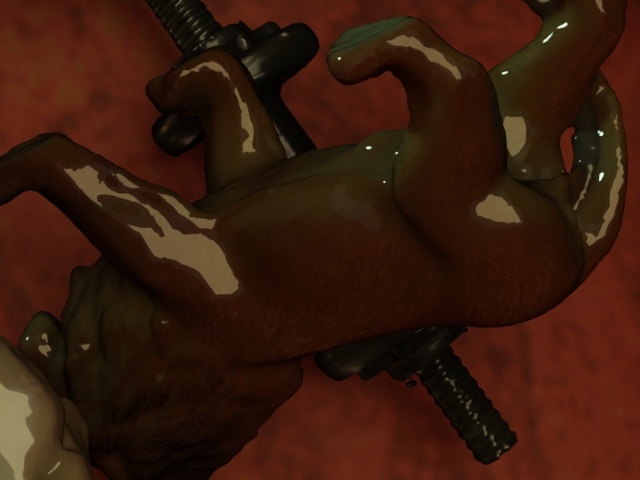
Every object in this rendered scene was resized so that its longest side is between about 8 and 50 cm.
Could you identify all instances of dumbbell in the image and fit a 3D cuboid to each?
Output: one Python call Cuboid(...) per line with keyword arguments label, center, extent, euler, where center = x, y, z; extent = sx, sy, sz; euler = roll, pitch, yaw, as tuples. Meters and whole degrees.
Cuboid(label="dumbbell", center=(-0.001, -0.016, 0.801), extent=(0.081, 0.081, 0.254), euler=(-36, 90, -19))

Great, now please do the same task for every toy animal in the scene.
Cuboid(label="toy animal", center=(0.000, 0.000, 0.720), extent=(0.312, 0.097, 0.158), euler=(-17, 108, 22))

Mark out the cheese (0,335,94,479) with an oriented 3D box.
Cuboid(label="cheese", center=(-0.207, 0.137, 0.653), extent=(0.292, 0.153, 0.332), euler=(8, 88, -10))
